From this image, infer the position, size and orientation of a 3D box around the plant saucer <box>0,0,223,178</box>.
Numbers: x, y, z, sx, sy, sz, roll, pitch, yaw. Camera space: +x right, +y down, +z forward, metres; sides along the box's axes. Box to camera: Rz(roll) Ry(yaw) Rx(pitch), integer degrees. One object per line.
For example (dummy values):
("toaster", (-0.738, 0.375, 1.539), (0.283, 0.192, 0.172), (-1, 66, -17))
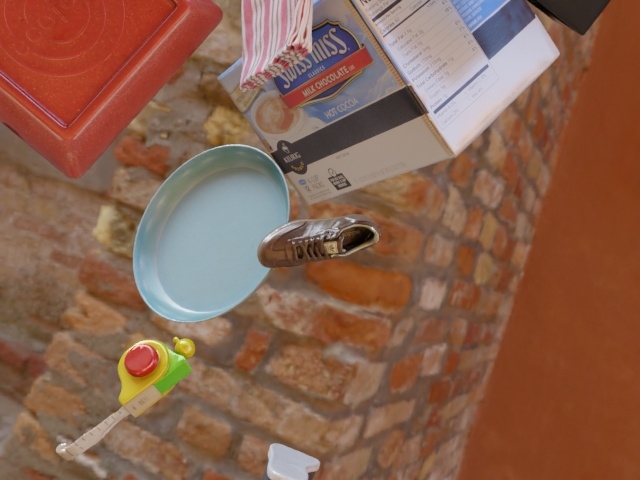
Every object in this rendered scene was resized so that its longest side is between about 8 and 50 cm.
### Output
("plant saucer", (-0.281, -0.244, 0.889), (0.259, 0.258, 0.048), (41, -7, -6))

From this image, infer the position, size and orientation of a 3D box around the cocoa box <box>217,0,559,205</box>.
("cocoa box", (0.071, -0.224, 1.062), (0.228, 0.231, 0.347), (53, -28, -13))

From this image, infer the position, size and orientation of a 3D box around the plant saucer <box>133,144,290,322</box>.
("plant saucer", (-0.176, -0.009, 1.372), (0.318, 0.317, 0.044), (24, -8, 37))

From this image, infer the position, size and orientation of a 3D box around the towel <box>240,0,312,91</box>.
("towel", (-0.058, -0.259, 0.935), (0.029, 0.144, 0.197), (3, -5, -25))

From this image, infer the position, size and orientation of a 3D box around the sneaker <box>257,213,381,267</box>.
("sneaker", (0.000, 0.000, 1.231), (0.188, 0.066, 0.071), (-17, 16, -15))

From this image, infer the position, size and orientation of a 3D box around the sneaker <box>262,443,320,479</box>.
("sneaker", (-0.075, 0.482, 1.569), (0.105, 0.147, 0.296), (19, -2, 4))

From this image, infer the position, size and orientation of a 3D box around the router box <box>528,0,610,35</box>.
("router box", (0.207, -0.385, 0.783), (0.309, 0.243, 0.081), (30, 18, -22))

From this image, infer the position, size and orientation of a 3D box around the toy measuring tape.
("toy measuring tape", (-0.396, 0.296, 1.651), (0.121, 0.330, 0.121), (49, -13, 16))
